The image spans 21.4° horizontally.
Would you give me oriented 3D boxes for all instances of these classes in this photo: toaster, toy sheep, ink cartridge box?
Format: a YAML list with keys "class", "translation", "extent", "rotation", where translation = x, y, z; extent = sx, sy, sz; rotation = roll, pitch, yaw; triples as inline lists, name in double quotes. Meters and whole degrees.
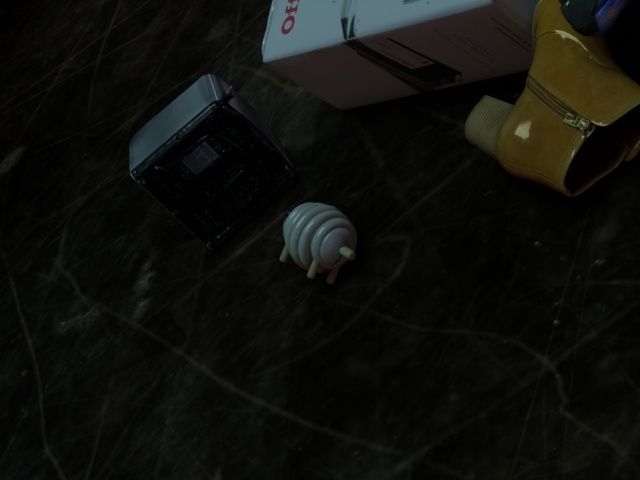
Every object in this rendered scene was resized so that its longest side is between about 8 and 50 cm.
- class: "toaster"
  translation: [-0.139, -0.110, 2.227]
  extent: [0.186, 0.168, 0.110]
  rotation: [-40, 31, 11]
- class: "toy sheep"
  translation: [0.000, 0.000, 2.019]
  extent: [0.132, 0.091, 0.091]
  rotation: [28, 76, 44]
- class: "ink cartridge box"
  translation: [0.137, -0.347, 2.121]
  extent: [0.395, 0.166, 0.285]
  rotation: [-8, 61, 45]

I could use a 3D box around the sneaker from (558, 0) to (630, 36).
- class: "sneaker"
  translation: [0.392, -0.327, 1.840]
  extent: [0.330, 0.147, 0.130]
  rotation: [-46, 14, -20]

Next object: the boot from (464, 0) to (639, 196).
- class: "boot"
  translation: [0.305, -0.184, 1.864]
  extent: [0.295, 0.104, 0.211]
  rotation: [-53, 38, -5]
